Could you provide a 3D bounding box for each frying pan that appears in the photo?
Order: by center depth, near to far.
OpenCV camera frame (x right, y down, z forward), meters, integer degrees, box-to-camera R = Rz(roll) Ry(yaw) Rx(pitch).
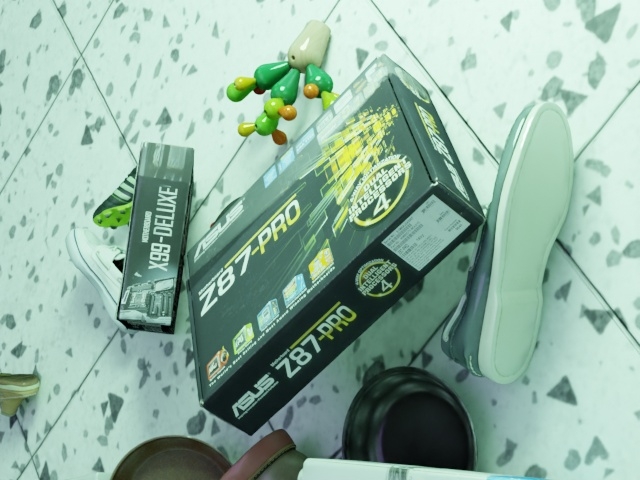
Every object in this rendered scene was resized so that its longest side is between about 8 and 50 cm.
[{"bbox_3d":[0.150,0.281,1.609,0.326,0.053,0.197,39,112,34],"label":"frying pan"}]

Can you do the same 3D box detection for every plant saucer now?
[{"bbox_3d":[-0.197,0.363,1.924,0.199,0.036,0.198,0,94,6],"label":"plant saucer"}]

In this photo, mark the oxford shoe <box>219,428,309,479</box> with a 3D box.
[{"bbox_3d":[-0.121,0.411,1.813,0.130,0.123,0.348,43,110,16],"label":"oxford shoe"}]

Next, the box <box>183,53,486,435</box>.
[{"bbox_3d":[0.000,0.000,1.683,0.395,0.097,0.318,-44,28,20],"label":"box"}]

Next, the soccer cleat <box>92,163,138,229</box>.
[{"bbox_3d":[-0.296,-0.077,2.211,0.179,0.060,0.072,-31,48,33],"label":"soccer cleat"}]

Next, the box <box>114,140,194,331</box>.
[{"bbox_3d":[-0.229,0.006,1.969,0.307,0.077,0.242,132,145,-83],"label":"box"}]

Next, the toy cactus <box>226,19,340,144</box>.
[{"bbox_3d":[-0.030,-0.216,1.926,0.219,0.112,0.180,10,69,52],"label":"toy cactus"}]

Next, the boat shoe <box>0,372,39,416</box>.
[{"bbox_3d":[-0.532,0.267,2.389,0.190,0.068,0.072,-5,89,58],"label":"boat shoe"}]

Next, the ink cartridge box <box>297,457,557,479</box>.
[{"bbox_3d":[0.129,0.359,1.503,0.307,0.129,0.223,-1,82,36],"label":"ink cartridge box"}]

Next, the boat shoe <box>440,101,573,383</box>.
[{"bbox_3d":[0.203,-0.003,1.572,0.099,0.116,0.319,15,96,46],"label":"boat shoe"}]

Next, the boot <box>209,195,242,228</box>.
[{"bbox_3d":[-0.126,0.064,1.956,0.176,0.088,0.244,34,98,48],"label":"boot"}]

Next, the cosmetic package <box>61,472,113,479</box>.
[{"bbox_3d":[-0.315,0.425,2.024,0.184,0.151,0.151,-20,66,46],"label":"cosmetic package"}]

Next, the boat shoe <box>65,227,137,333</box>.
[{"bbox_3d":[-0.323,0.047,2.200,0.076,0.083,0.226,-47,59,15],"label":"boat shoe"}]
